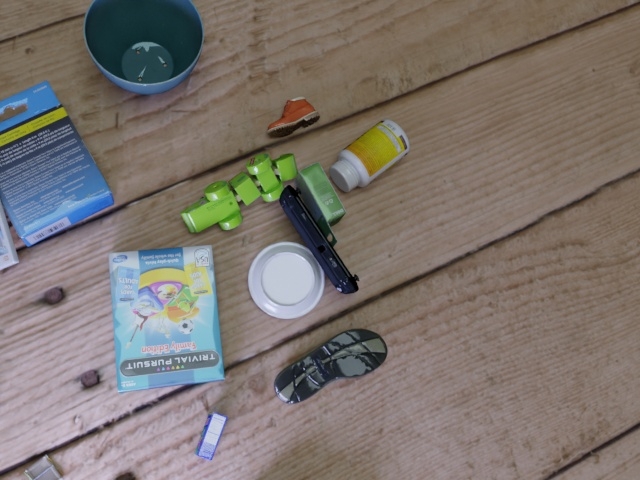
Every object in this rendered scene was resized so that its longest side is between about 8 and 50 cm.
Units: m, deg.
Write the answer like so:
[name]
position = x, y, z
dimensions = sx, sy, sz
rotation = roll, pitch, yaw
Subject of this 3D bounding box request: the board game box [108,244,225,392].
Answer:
[board game box]
position = -0.378, 0.189, 1.826
dimensions = 0.253, 0.079, 0.336
rotation = -5, 77, -12

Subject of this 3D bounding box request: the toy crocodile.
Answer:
[toy crocodile]
position = -0.205, -0.130, 1.927
dimensions = 0.340, 0.105, 0.115
rotation = -34, 120, -11

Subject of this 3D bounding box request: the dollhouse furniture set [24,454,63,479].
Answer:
[dollhouse furniture set]
position = -0.671, 0.573, 1.707
dimensions = 0.076, 0.059, 0.151
rotation = 46, 54, 10

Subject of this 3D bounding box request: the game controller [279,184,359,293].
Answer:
[game controller]
position = 0.000, 0.000, 1.899
dimensions = 0.067, 0.166, 0.319
rotation = -34, 85, 6

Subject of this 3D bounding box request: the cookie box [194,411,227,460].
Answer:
[cookie box]
position = -0.262, 0.465, 1.775
dimensions = 0.040, 0.092, 0.107
rotation = 22, 73, -8

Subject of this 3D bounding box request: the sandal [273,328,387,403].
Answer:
[sandal]
position = 0.021, 0.309, 1.876
dimensions = 0.302, 0.086, 0.120
rotation = -23, 87, 0

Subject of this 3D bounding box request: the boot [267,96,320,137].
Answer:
[boot]
position = -0.088, -0.337, 2.024
dimensions = 0.157, 0.059, 0.085
rotation = -27, 80, -24

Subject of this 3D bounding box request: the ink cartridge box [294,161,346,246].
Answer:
[ink cartridge box]
position = 0.010, -0.090, 1.952
dimensions = 0.062, 0.109, 0.209
rotation = -27, 83, -15

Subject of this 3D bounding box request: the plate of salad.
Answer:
[plate of salad]
position = -0.088, 0.102, 1.919
dimensions = 0.199, 0.048, 0.200
rotation = 1, 81, -8

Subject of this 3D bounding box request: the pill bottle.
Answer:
[pill bottle]
position = 0.129, -0.224, 2.003
dimensions = 0.215, 0.117, 0.117
rotation = -38, 86, -17

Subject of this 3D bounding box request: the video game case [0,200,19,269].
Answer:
[video game case]
position = -0.822, -0.013, 1.767
dimensions = 0.183, 0.023, 0.201
rotation = -20, 85, 16

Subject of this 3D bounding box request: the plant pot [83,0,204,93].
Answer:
[plant pot]
position = -0.450, -0.495, 1.918
dimensions = 0.290, 0.195, 0.290
rotation = 2, 77, -10

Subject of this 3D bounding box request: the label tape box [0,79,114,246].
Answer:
[label tape box]
position = -0.699, -0.191, 1.843
dimensions = 0.240, 0.106, 0.334
rotation = -29, 83, -15
